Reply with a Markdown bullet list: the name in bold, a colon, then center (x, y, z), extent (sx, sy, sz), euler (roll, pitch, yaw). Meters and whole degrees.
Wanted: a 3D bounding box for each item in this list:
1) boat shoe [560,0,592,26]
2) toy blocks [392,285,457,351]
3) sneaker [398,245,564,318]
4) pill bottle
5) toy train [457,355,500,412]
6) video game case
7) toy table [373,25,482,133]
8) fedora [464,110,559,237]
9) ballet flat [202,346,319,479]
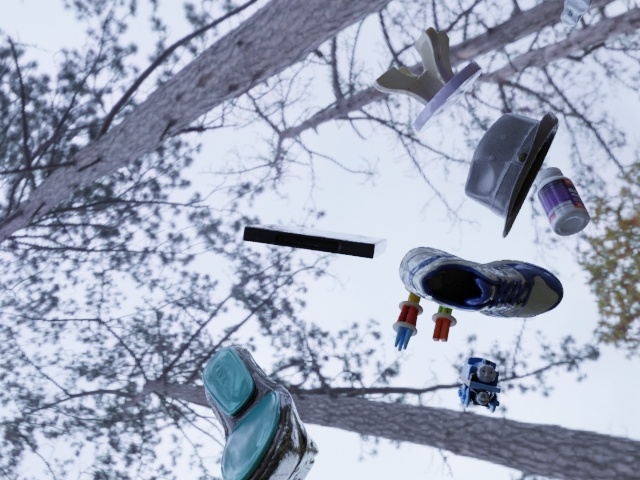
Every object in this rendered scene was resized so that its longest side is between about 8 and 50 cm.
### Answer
- **boat shoe**: center (0.506, -0.467, 1.376), extent (0.049, 0.142, 0.040), euler (38, -91, 8)
- **toy blocks**: center (0.211, 0.166, 1.415), extent (0.123, 0.054, 0.148), euler (20, -121, 2)
- **sneaker**: center (0.283, 0.089, 1.194), extent (0.297, 0.131, 0.111), euler (7, -79, -8)
- **pill bottle**: center (0.683, -0.116, 2.007), extent (0.108, 0.108, 0.193), euler (20, -138, -31)
- **toy train**: center (0.337, 0.301, 1.489), extent (0.080, 0.184, 0.105), euler (9, -95, 7)
- **video game case**: center (0.000, 0.000, 1.425), extent (0.249, 0.275, 0.035), euler (8, -87, 10)
- **toy table**: center (0.267, -0.398, 1.745), extent (0.161, 0.274, 0.252), euler (49, -123, 3)
- **fedora**: center (0.383, -0.153, 1.460), extent (0.275, 0.124, 0.244), euler (-67, -19, 11)
- **ballet flat**: center (-0.097, 0.336, 1.270), extent (0.182, 0.483, 0.164), euler (43, -92, -20)
